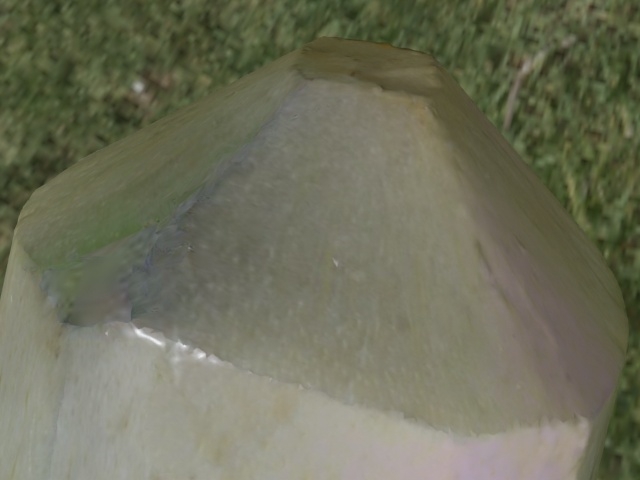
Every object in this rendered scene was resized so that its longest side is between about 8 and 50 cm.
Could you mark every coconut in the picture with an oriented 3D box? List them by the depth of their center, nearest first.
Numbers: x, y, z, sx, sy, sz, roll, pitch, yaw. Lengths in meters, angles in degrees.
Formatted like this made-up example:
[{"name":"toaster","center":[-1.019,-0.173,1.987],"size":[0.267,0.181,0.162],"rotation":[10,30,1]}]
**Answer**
[{"name":"coconut","center":[-0.009,0.043,0.706],"size":[0.259,0.259,0.259],"rotation":[7,126,11]}]
